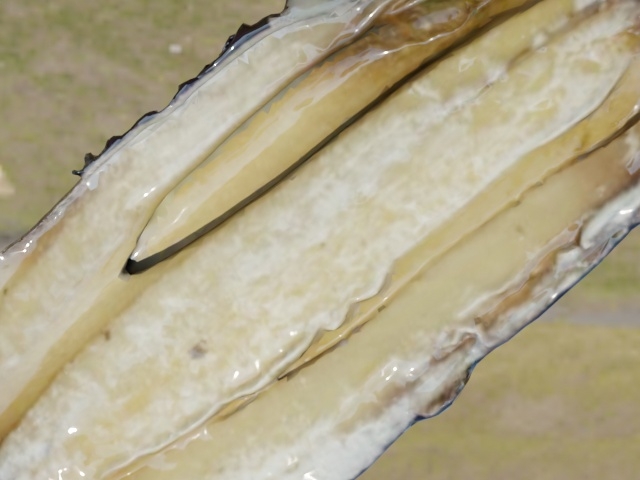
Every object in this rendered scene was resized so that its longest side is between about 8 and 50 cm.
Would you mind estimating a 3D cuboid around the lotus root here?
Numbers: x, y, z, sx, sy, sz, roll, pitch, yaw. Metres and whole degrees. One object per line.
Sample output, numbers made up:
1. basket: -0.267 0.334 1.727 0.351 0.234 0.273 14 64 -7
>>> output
1. lotus root: 0.001 -0.001 0.658 0.329 0.167 0.078 -36 178 1
